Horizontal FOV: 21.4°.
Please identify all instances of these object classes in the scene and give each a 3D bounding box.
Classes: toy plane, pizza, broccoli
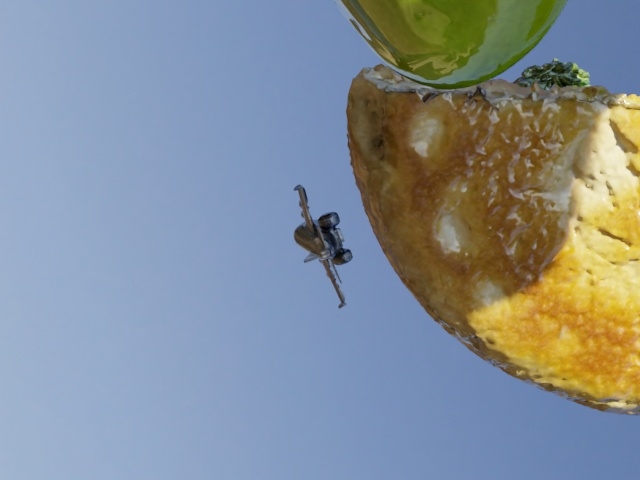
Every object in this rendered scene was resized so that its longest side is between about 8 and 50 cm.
[{"bbox_3d":[0.000,0.000,1.014,0.083,0.031,0.078,-108,178,-76],"label":"toy plane"},{"bbox_3d":[0.163,-0.017,1.115,0.335,0.226,0.086,42,13,-19],"label":"pizza"},{"bbox_3d":[0.170,-0.086,1.189,0.097,0.092,0.095,75,38,-70],"label":"broccoli"}]

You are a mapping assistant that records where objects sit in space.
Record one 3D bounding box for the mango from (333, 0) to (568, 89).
[{"bbox_3d":[0.045,-0.209,0.844,0.185,0.273,0.149,-31,-151,24],"label":"mango"}]
